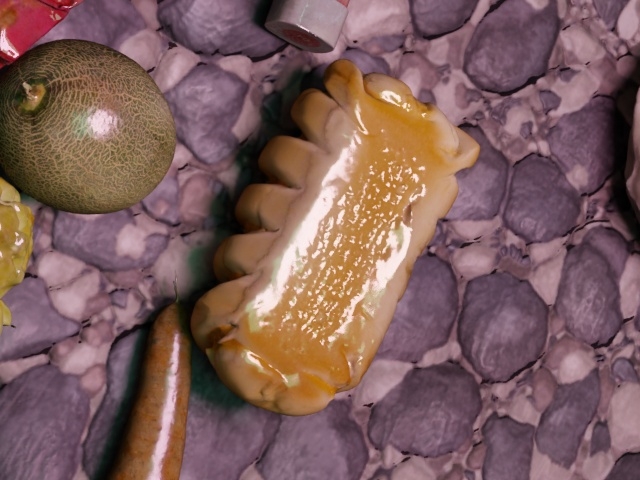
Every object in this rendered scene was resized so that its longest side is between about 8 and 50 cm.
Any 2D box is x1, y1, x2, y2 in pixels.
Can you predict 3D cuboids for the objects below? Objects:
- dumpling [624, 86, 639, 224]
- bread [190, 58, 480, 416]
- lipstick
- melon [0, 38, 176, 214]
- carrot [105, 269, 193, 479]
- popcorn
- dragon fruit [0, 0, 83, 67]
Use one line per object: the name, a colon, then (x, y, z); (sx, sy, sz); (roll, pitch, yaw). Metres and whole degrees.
dumpling: (0.381, -0.073, 1.842); (0.193, 0.147, 0.258); (-37, 109, -54)
bread: (0.000, 0.000, 1.636); (0.173, 0.121, 0.311); (34, 78, -25)
lipstick: (0.012, -0.262, 1.659); (0.063, 0.057, 0.186); (27, 76, -28)
melon: (-0.192, -0.091, 1.499); (0.192, 0.139, 0.139); (32, 77, -63)
carrot: (-0.146, 0.173, 1.606); (0.078, 0.078, 0.298); (16, 83, -30)
popcorn: (-0.291, 0.005, 1.467); (0.141, 0.135, 0.162); (-6, 89, -45)
dragon fruit: (-0.226, -0.239, 1.464); (0.274, 0.161, 0.126); (-47, 117, -15)
